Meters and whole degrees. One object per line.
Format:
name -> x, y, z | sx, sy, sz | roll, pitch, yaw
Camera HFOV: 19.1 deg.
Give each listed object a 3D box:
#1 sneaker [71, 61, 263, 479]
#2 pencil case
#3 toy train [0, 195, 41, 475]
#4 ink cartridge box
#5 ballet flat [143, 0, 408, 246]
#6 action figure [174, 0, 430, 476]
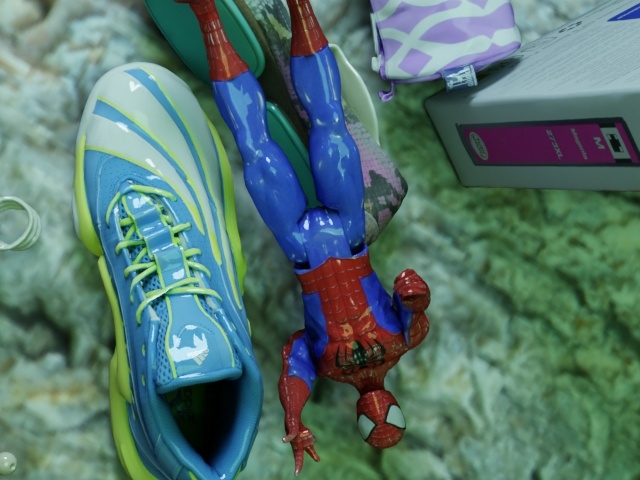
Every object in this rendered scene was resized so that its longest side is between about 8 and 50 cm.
sneaker -> -0.068, 0.023, 0.992 | 0.091, 0.126, 0.240 | -10, 94, -19
pencil case -> 0.047, -0.183, 1.059 | 0.088, 0.086, 0.206 | -15, 94, 9
toy train -> -0.209, 0.051, 0.989 | 0.125, 0.046, 0.166 | 14, 89, -20
ink cartridge box -> 0.201, -0.090, 0.957 | 0.176, 0.371, 0.069 | -29, 99, -16
ballet flat -> -0.023, -0.095, 1.043 | 0.079, 0.077, 0.221 | -44, 109, -33
action figure -> 0.000, 0.000, 0.965 | 0.091, 0.139, 0.280 | -17, 113, 2
